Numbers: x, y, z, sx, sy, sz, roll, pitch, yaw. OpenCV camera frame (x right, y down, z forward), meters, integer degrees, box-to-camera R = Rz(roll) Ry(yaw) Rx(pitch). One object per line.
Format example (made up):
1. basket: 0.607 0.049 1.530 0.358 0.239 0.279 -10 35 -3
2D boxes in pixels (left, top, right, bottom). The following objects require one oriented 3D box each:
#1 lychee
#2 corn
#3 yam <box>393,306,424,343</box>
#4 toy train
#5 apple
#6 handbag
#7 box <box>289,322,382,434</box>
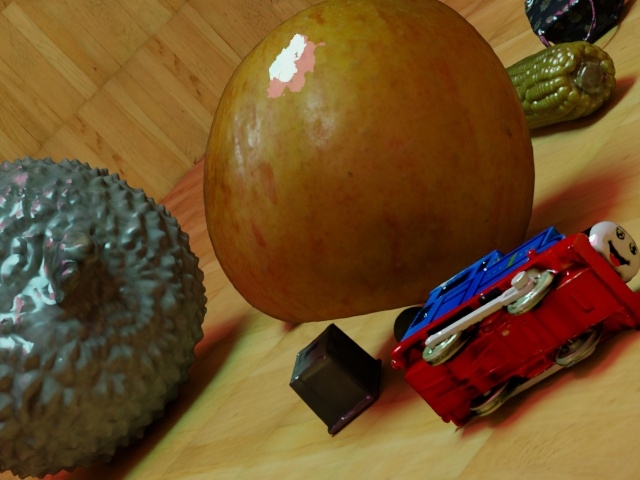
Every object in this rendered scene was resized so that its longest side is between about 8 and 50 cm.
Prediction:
1. lychee: -0.329 0.098 2.338 0.380 0.380 0.432 -50 0 -30
2. corn: 0.229 -0.154 1.986 0.080 0.080 0.231 -46 8 -12
3. yam: 0.089 0.081 1.674 0.043 0.043 0.094 -44 10 1
4. toy train: 0.149 0.054 1.441 0.204 0.083 0.131 -35 12 39
5. apple: 0.036 -0.070 1.708 0.299 0.275 0.299 -15 1 0
6. handbag: 0.285 -0.239 2.166 0.115 0.072 0.139 -36 26 29
7. box: 0.013 0.121 1.748 0.060 0.063 0.084 -40 12 17
